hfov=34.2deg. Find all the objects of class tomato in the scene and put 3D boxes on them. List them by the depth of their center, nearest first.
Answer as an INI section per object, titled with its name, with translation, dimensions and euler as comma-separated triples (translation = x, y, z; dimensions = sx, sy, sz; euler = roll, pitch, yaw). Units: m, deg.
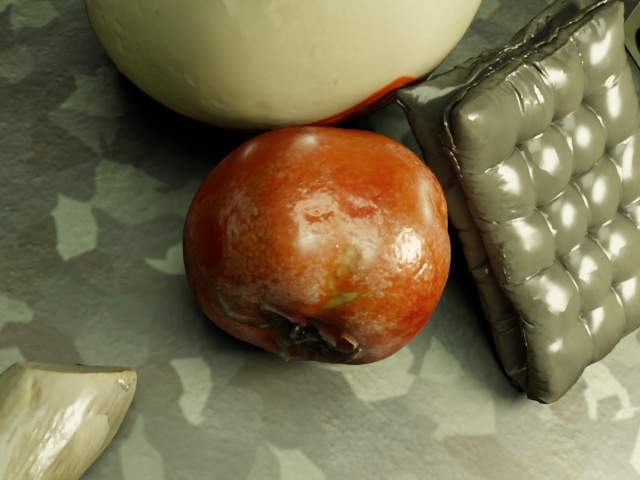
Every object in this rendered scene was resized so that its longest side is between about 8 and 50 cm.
[tomato]
translation = -0.004, -0.002, 0.881
dimensions = 0.232, 0.232, 0.188
euler = 20, 62, -2

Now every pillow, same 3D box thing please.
[pillow]
translation = 0.214, -0.038, 0.943
dimensions = 0.228, 0.101, 0.326
euler = -34, 117, -24

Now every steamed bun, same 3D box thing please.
[steamed bun]
translation = -0.022, -0.228, 0.949
dimensions = 0.375, 0.241, 0.374
euler = -11, 30, 7

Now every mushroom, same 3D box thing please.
[mushroom]
translation = -0.239, 0.184, 0.812
dimensions = 0.096, 0.108, 0.247
euler = 1, 52, 34

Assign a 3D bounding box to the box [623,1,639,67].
[box]
translation = 0.471, -0.170, 1.157
dimensions = 0.164, 0.069, 0.256
euler = -18, 69, -20
